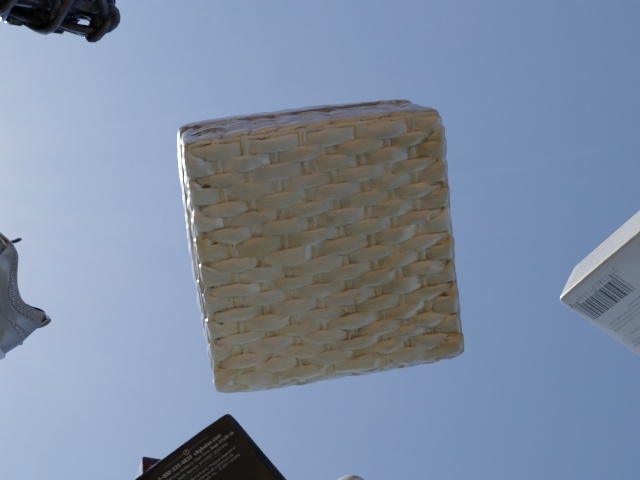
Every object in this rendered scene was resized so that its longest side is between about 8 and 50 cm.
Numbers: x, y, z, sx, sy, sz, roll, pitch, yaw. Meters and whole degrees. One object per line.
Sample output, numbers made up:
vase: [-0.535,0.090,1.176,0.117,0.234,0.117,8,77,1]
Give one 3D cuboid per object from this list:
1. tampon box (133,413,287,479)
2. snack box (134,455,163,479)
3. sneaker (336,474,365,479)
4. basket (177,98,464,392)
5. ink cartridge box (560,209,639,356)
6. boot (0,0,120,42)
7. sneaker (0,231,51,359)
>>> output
tampon box: [-0.075,0.202,0.672,0.101,0.120,0.161,47,-26,17]
snack box: [-0.139,0.255,0.869,0.178,0.022,0.064,-104,-149,-55]
sneaker: [-0.006,0.351,1.054,0.108,0.169,0.293,38,-44,32]
basket: [0.000,0.000,1.393,0.331,0.266,0.328,-8,-81,-6]
ink cartridge box: [0.444,0.056,1.191,0.261,0.066,0.296,36,-36,0]
boot: [-0.174,-0.116,0.432,0.091,0.229,0.263,-23,-111,39]
sneaker: [-0.410,0.006,1.288,0.105,0.115,0.281,24,-42,57]
